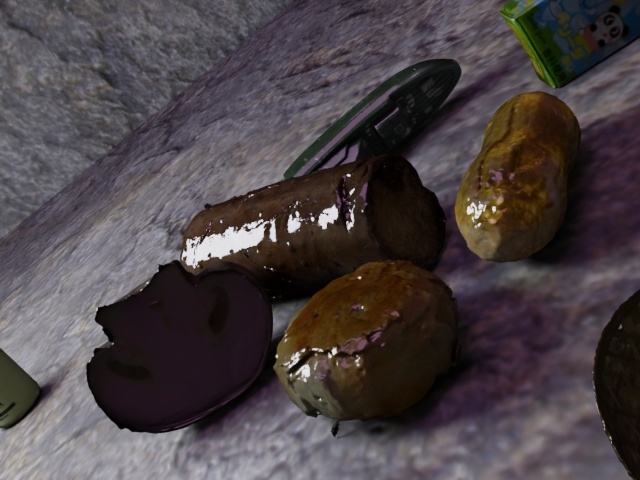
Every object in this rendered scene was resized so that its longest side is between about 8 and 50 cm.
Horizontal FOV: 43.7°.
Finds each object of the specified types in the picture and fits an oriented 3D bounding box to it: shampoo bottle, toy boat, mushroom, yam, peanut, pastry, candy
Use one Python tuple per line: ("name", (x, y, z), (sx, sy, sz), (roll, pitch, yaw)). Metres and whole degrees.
("shampoo bottle", (-0.460, 0.174, 1.074), (0.079, 0.162, 0.079), (-31, 23, 15))
("toy boat", (0.072, -0.134, 0.985), (0.260, 0.078, 0.085), (-40, 46, -1))
("mushroom", (-0.130, 0.096, 0.768), (0.188, 0.141, 0.117), (-35, 0, 0))
("yam", (-0.017, -0.006, 0.804), (0.279, 0.131, 0.131), (-14, 32, 43))
("peanut", (0.167, -0.054, 0.667), (0.087, 0.087, 0.207), (-20, 25, 37))
("pastry", (0.037, 0.074, 0.617), (0.153, 0.081, 0.153), (-35, 18, 13))
("candy", (0.300, -0.256, 0.840), (0.194, 0.097, 0.062), (-33, 21, 13))

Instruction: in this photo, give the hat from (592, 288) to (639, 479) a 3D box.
("hat", (0.196, 0.090, 0.379), (0.145, 0.067, 0.146), (-1, 55, 2))
